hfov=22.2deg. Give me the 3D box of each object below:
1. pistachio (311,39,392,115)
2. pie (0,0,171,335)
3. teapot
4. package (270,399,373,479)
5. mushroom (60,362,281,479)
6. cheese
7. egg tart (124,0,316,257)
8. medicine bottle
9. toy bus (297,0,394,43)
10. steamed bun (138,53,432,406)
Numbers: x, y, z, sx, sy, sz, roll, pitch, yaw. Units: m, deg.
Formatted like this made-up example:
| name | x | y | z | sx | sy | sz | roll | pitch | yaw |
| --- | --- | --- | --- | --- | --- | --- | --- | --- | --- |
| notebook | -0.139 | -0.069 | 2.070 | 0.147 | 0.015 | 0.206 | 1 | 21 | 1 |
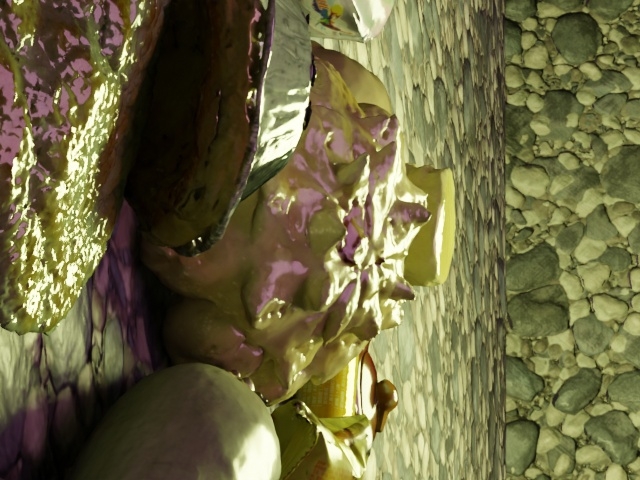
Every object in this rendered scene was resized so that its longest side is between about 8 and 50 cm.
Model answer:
| name | x | y | z | sx | sy | sz | roll | pitch | yaw |
| --- | --- | --- | --- | --- | --- | --- | --- | --- | --- |
| pistachio | -0.007 | -0.100 | 1.455 | 0.223 | 0.126 | 0.152 | -35 | 110 | -67 |
| pie | -0.149 | -0.077 | 0.913 | 0.274 | 0.106 | 0.257 | -65 | 158 | -63 |
| teapot | 0.043 | 0.157 | 1.708 | 0.098 | 0.078 | 0.129 | 34 | 54 | -74 |
| package | -0.023 | 0.207 | 1.334 | 0.168 | 0.090 | 0.226 | -62 | 164 | -4 |
| mushroom | -0.097 | 0.179 | 1.020 | 0.397 | 0.126 | 0.177 | -72 | 165 | -58 |
| cheese | 0.042 | -0.015 | 1.559 | 0.094 | 0.167 | 0.123 | 74 | 21 | -56 |
| egg tart | -0.068 | -0.104 | 1.064 | 0.234 | 0.094 | 0.234 | -19 | -112 | 61 |
| medicine bottle | 0.010 | 0.090 | 1.606 | 0.074 | 0.074 | 0.218 | 63 | 28 | -59 |
| toy bus | -0.001 | -0.327 | 1.610 | 0.317 | 0.112 | 0.138 | 61 | 39 | -60 |
| steamed bun | 0.000 | 0.000 | 1.269 | 0.292 | 0.137 | 0.295 | -47 | 135 | -40 |
